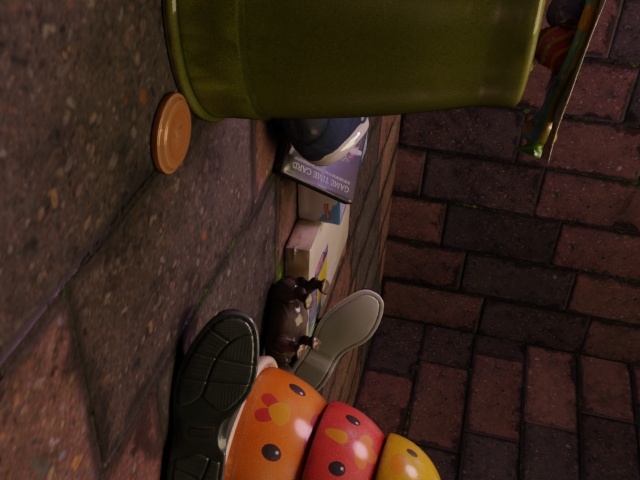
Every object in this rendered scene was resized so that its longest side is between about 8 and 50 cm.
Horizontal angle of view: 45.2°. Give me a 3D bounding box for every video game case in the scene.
[{"bbox_3d":[0.018,-0.220,1.335,0.196,0.026,0.274,20,79,-49],"label":"video game case"}]

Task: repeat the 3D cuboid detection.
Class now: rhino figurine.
[{"bbox_3d":[-0.058,0.178,1.385,0.073,0.106,0.243,9,93,-50],"label":"rhino figurine"}]

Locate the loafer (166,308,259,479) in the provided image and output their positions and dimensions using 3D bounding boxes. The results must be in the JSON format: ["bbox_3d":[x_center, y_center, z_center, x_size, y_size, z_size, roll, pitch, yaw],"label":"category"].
[{"bbox_3d":[-0.145,0.207,0.988,0.084,0.096,0.268,-127,-129,-76],"label":"loafer"}]

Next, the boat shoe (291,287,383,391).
[{"bbox_3d":[0.029,0.206,1.689,0.302,0.114,0.091,-48,-167,21],"label":"boat shoe"}]

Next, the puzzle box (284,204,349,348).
[{"bbox_3d":[0.000,0.000,1.663,0.409,0.052,0.272,-68,165,-51],"label":"puzzle box"}]

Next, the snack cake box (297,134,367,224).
[{"bbox_3d":[0.029,-0.176,1.535,0.264,0.089,0.152,-70,167,-45],"label":"snack cake box"}]

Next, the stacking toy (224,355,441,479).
[{"bbox_3d":[0.067,0.389,1.186,0.350,0.479,0.351,10,90,-81],"label":"stacking toy"}]

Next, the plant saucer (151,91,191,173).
[{"bbox_3d":[-0.150,-0.109,0.787,0.083,0.013,0.084,10,90,-81],"label":"plant saucer"}]

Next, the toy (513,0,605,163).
[{"bbox_3d":[0.264,-0.208,0.864,0.137,0.056,0.237,-51,155,-79],"label":"toy"}]

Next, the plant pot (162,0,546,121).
[{"bbox_3d":[0.064,-0.286,0.837,0.366,0.352,0.367,11,90,-80],"label":"plant pot"}]

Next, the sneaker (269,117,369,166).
[{"bbox_3d":[0.024,-0.277,1.224,0.236,0.130,0.323,65,40,-63],"label":"sneaker"}]
